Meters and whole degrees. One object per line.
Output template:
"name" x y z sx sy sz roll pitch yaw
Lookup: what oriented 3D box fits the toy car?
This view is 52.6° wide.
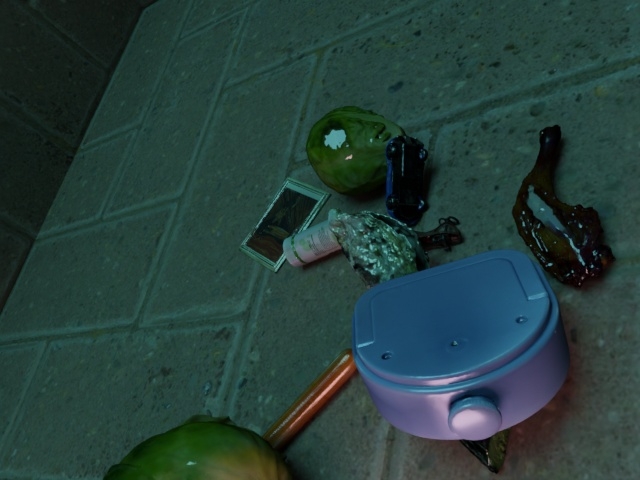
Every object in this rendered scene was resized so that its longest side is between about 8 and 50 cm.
"toy car" 0.200 -0.144 1.558 0.063 0.103 0.216 179 93 -66

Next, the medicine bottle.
"medicine bottle" 0.000 0.000 1.671 0.183 0.086 0.086 -24 47 28

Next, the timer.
"timer" 0.247 0.199 1.147 0.395 0.173 0.395 -17 27 9

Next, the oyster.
"oyster" 0.128 0.029 1.451 0.112 0.198 0.268 -29 31 -32

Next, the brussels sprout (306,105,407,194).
"brussels sprout" 0.101 -0.231 1.667 0.272 0.210 0.219 -5 38 17

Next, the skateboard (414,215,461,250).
"skateboard" 0.252 -0.012 1.481 0.152 0.067 0.080 -7 46 32

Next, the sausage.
"sausage" -0.026 0.363 1.444 0.348 0.053 0.053 -47 40 4

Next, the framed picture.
"framed picture" -0.110 -0.054 1.865 0.216 0.016 0.273 26 79 49

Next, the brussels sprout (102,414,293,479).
"brussels sprout" -0.273 0.551 1.276 0.342 0.361 0.425 16 77 54

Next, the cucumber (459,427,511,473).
"cucumber" 0.278 0.316 1.191 0.115 0.086 0.193 -52 34 1

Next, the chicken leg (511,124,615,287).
"chicken leg" 0.465 -0.078 1.307 0.158 0.096 0.406 -20 46 25
